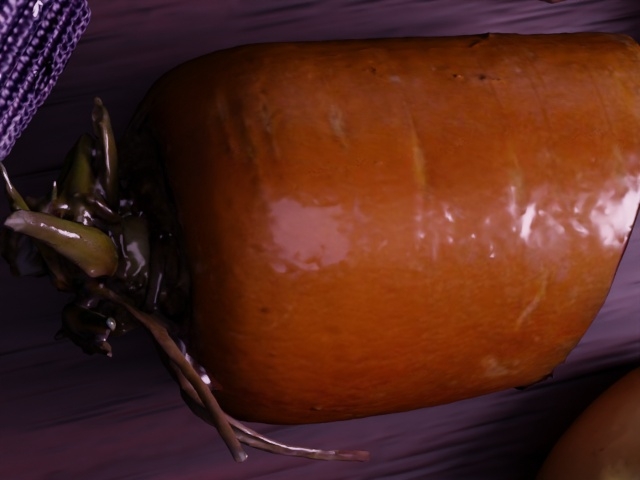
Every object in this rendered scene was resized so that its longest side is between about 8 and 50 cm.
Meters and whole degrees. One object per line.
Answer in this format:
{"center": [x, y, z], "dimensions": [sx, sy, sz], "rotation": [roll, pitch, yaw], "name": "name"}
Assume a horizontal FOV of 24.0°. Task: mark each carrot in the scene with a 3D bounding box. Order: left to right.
{"center": [0.000, 0.000, 0.761], "dimensions": [0.331, 0.193, 0.214], "rotation": [-1, 95, -17], "name": "carrot"}

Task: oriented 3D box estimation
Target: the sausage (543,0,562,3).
{"center": [0.078, -0.200, 0.832], "dimensions": [0.197, 0.076, 0.076], "rotation": [32, 85, -15], "name": "sausage"}

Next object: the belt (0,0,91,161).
{"center": [-0.261, -0.145, 0.652], "dimensions": [0.324, 0.260, 0.122], "rotation": [31, 84, -15], "name": "belt"}

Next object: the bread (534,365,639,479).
{"center": [0.268, 0.217, 0.859], "dimensions": [0.333, 0.160, 0.333], "rotation": [-1, 93, -16], "name": "bread"}
